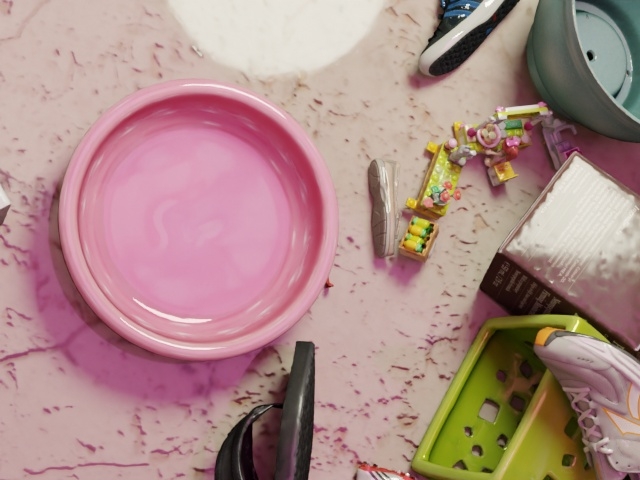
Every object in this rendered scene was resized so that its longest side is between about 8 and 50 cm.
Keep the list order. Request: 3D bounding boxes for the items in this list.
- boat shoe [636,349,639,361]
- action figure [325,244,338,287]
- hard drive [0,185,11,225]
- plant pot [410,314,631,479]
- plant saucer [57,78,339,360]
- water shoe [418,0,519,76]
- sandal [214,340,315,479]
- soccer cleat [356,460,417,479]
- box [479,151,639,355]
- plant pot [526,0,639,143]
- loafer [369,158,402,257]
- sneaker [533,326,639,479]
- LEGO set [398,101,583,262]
[{"bbox_3d":[0.544,0.112,1.834,0.302,0.109,0.098,-22,129,-17],"label":"boat shoe"},{"bbox_3d":[0.000,0.000,1.723,0.038,0.030,0.115,-1,82,-11],"label":"action figure"},{"bbox_3d":[-0.437,-0.152,1.524,0.040,0.203,0.307,-32,93,-17],"label":"hard drive"},{"bbox_3d":[0.279,0.236,1.678,0.207,0.228,0.227,34,76,-18],"label":"plant pot"},{"bbox_3d":[-0.146,-0.023,1.655,0.332,0.084,0.332,2,84,-15],"label":"plant saucer"},{"bbox_3d":[0.183,-0.294,1.797,0.080,0.073,0.203,40,74,19],"label":"water shoe"},{"bbox_3d":[-0.079,0.329,1.601,0.107,0.167,0.446,10,81,3],"label":"sandal"},{"bbox_3d":[0.083,0.297,1.714,0.083,0.029,0.036,16,89,-10],"label":"soccer cleat"},{"bbox_3d":[0.332,0.033,1.714,0.203,0.168,0.167,37,74,10],"label":"box"},{"bbox_3d":[0.384,-0.251,1.761,0.293,0.196,0.293,4,80,-25],"label":"plant pot"},{"bbox_3d":[0.088,-0.041,1.745,0.039,0.045,0.125,-1,81,-23],"label":"loafer"},{"bbox_3d":[0.320,0.198,1.528,0.262,0.099,0.121,39,78,-21],"label":"sneaker"},{"bbox_3d":[0.203,-0.094,1.739,0.287,0.107,0.132,-31,90,-21],"label":"LEGO set"}]
